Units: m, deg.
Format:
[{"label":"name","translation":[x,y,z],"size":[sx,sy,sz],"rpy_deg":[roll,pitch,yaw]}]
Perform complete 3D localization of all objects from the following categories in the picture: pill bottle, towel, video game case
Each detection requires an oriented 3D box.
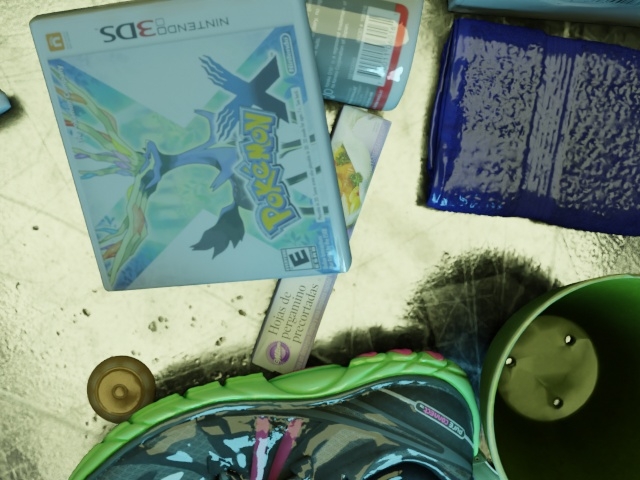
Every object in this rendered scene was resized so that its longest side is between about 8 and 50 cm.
[{"label":"pill bottle","translation":[-0.036,-0.250,1.173],"size":[0.283,0.161,0.161],"rpy_deg":[11,91,-3]},{"label":"towel","translation":[0.285,-0.131,1.246],"size":[0.308,0.076,0.228],"rpy_deg":[8,98,-4]},{"label":"video game case","translation":[-0.137,-0.104,1.140],"size":[0.300,0.036,0.329],"rpy_deg":[-5,113,14]}]

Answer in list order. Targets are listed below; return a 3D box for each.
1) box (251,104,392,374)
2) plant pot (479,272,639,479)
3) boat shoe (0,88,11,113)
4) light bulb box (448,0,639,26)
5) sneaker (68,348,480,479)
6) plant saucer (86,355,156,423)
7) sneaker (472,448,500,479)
[{"label":"box","translation":[0.000,0.000,1.231],"size":[0.063,0.067,0.324],"rpy_deg":[20,91,-3]},{"label":"plant pot","translation":[0.285,0.165,1.140],"size":[0.274,0.293,0.275],"rpy_deg":[0,91,-4]},{"label":"boat shoe","translation":[-0.488,-0.147,1.181],"size":[0.258,0.095,0.084],"rpy_deg":[-16,97,-4]},{"label":"light bulb box","translation":[0.343,-0.437,1.159],"size":[0.357,0.225,0.361],"rpy_deg":[4,93,-3]},{"label":"sneaker","translation":[-0.052,0.259,1.153],"size":[0.482,0.185,0.202],"rpy_deg":[-14,66,0]},{"label":"plant saucer","translation":[-0.240,0.180,1.247],"size":[0.083,0.015,0.083],"rpy_deg":[0,92,-4]},{"label":"sneaker","translation":[0.168,0.289,1.258],"size":[0.192,0.064,0.086],"rpy_deg":[18,75,1]}]
